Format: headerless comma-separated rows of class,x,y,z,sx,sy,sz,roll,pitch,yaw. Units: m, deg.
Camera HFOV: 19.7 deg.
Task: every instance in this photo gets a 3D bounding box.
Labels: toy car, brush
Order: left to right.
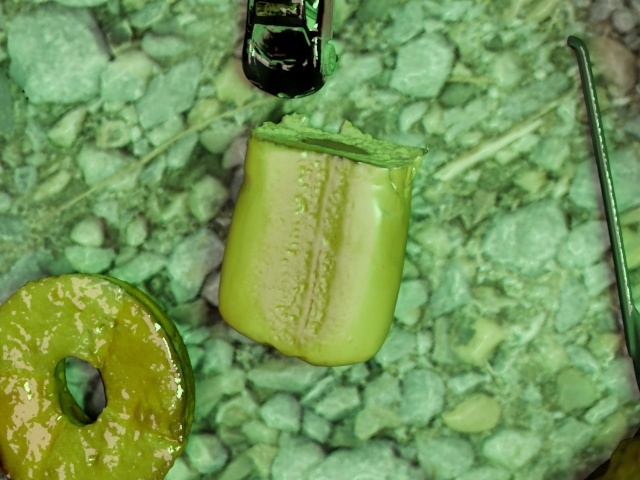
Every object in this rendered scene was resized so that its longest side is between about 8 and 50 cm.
toy car,-0.023,-0.174,1.351,0.069,0.055,0.142,7,99,18
brush,0.214,-0.018,1.316,0.027,0.062,0.266,-12,92,2

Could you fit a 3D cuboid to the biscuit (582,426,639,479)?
biscuit,0.345,0.235,1.257,0.395,0.166,0.343,-42,85,16

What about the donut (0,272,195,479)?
donut,-0.177,0.116,1.432,0.174,0.074,0.190,-28,87,19

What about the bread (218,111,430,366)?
bread,0.000,0.000,1.357,0.134,0.085,0.173,14,101,9
